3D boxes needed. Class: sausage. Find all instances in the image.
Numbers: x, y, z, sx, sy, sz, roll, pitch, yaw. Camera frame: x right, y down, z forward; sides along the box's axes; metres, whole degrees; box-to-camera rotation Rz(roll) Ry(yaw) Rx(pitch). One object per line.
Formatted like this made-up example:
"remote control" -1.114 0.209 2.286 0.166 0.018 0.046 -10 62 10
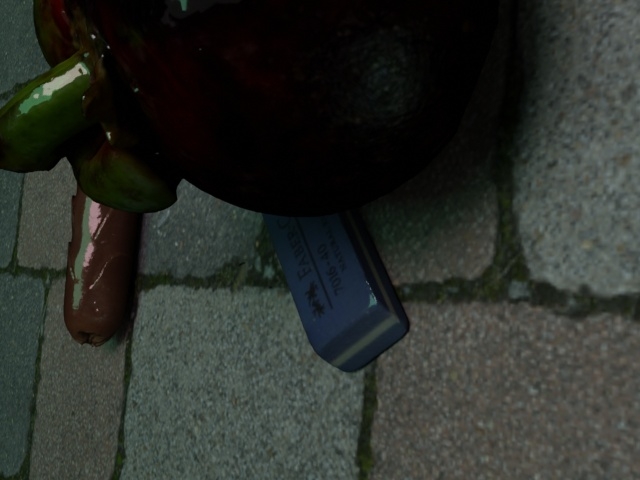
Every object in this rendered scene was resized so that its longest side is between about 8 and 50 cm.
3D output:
"sausage" -0.268 -0.083 0.846 0.088 0.088 0.432 -5 81 45

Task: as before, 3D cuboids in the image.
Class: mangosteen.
"mangosteen" -0.057 -0.157 0.450 0.306 0.360 0.305 167 90 -71

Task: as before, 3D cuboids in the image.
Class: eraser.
"eraser" 0.000 0.000 0.589 0.082 0.036 0.225 -41 56 31
